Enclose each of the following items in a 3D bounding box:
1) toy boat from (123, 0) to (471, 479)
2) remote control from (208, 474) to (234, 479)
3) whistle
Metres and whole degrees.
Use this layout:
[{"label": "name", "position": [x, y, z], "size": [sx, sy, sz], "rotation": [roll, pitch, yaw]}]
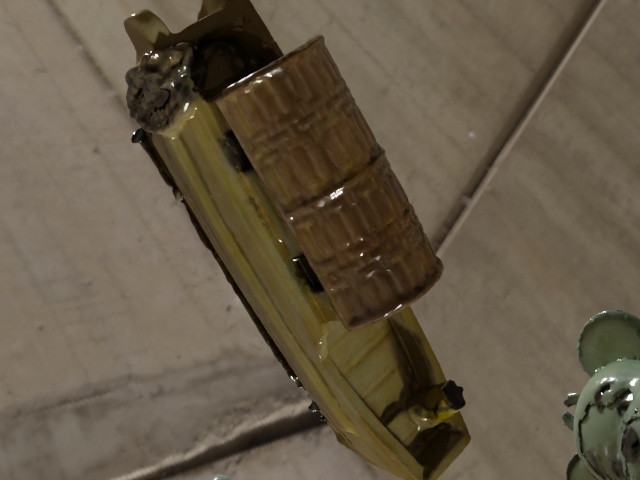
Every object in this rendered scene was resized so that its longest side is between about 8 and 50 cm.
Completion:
[{"label": "toy boat", "position": [0.000, 0.000, 0.438], "size": [0.068, 0.088, 0.226], "rotation": [-39, -75, -38]}, {"label": "remote control", "position": [-0.114, 0.374, 1.325], "size": [0.140, 0.296, 0.056], "rotation": [42, -121, 5]}, {"label": "whistle", "position": [0.209, 0.100, 0.489], "size": [0.077, 0.114, 0.235], "rotation": [3, -177, -45]}]
